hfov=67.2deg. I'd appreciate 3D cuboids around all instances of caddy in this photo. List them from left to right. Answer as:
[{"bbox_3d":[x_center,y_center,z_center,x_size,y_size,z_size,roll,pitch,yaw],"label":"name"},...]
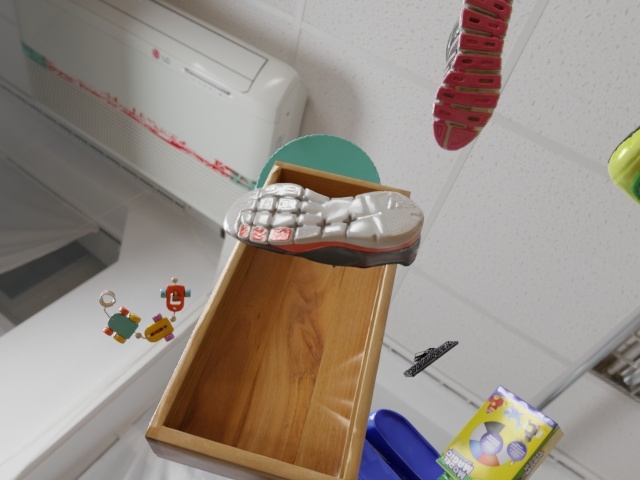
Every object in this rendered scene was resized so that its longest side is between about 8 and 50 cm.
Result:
[{"bbox_3d":[0.182,0.634,1.331,0.341,0.241,0.179,46,-35,11],"label":"caddy"}]

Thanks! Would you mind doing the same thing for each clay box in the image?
[{"bbox_3d":[0.312,0.387,0.872,0.053,0.222,0.127,52,-13,-33],"label":"clay box"}]

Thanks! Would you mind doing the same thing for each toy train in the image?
[{"bbox_3d":[-0.337,0.138,0.940,0.046,0.166,0.125,160,-74,-73],"label":"toy train"}]

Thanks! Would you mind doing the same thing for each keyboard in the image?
[{"bbox_3d":[0.320,0.347,1.451,0.038,0.192,0.100,60,-24,6],"label":"keyboard"}]

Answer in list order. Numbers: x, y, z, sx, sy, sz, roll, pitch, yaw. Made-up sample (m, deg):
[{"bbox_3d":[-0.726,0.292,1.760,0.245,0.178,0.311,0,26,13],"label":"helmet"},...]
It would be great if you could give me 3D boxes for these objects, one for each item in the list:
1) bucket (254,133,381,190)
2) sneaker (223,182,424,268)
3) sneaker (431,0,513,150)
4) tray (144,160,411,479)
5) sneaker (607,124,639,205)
[{"bbox_3d":[0.003,-0.067,0.979,0.281,0.281,0.183,33,-9,15],"label":"bucket"},{"bbox_3d":[0.000,0.000,0.369,0.158,0.061,0.065,7,-37,22],"label":"sneaker"},{"bbox_3d":[0.160,-0.179,0.512,0.063,0.075,0.170,12,-80,10],"label":"sneaker"},{"bbox_3d":[-0.021,0.078,0.595,0.203,0.410,0.076,14,-39,5],"label":"tray"},{"bbox_3d":[0.363,-0.111,0.336,0.123,0.109,0.295,49,-41,7],"label":"sneaker"}]
